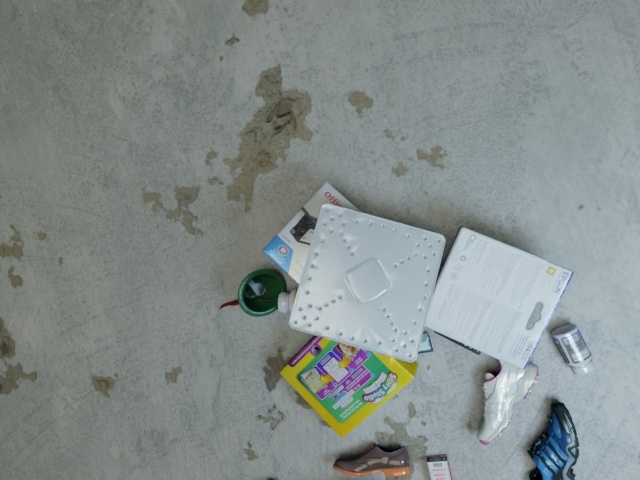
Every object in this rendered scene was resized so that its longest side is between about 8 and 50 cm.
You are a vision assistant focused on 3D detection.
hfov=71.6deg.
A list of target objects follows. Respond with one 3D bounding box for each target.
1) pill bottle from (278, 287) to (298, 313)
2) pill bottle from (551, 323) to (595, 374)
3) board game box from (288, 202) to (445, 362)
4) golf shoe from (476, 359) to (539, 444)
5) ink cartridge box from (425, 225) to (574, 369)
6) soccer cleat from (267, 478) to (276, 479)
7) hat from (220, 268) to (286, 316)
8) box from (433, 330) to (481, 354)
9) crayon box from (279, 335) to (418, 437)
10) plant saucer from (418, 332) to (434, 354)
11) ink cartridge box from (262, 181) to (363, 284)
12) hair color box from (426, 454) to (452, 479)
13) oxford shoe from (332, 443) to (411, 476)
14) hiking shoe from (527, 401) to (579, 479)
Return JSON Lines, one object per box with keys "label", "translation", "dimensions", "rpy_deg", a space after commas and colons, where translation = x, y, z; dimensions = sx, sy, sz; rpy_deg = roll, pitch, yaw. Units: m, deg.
{"label": "pill bottle", "translation": [-0.049, 0.216, 1.542], "dimensions": [0.184, 0.103, 0.103], "rpy_deg": [-1, 95, 14]}
{"label": "pill bottle", "translation": [0.774, 0.333, 1.356], "dimensions": [0.078, 0.078, 0.137], "rpy_deg": [-26, 89, 15]}
{"label": "board game box", "translation": [0.141, 0.124, 1.343], "dimensions": [0.389, 0.050, 0.390], "rpy_deg": [15, 84, 3]}
{"label": "golf shoe", "translation": [0.567, 0.501, 1.421], "dimensions": [0.140, 0.115, 0.306], "rpy_deg": [31, 96, 20]}
{"label": "ink cartridge box", "translation": [0.508, 0.166, 1.317], "dimensions": [0.330, 0.071, 0.324], "rpy_deg": [23, 101, 10]}
{"label": "soccer cleat", "translation": [-0.142, 1.052, 1.655], "dimensions": [0.116, 0.108, 0.318], "rpy_deg": [-39, 80, 38]}
{"label": "hat", "translation": [-0.255, 0.176, 1.633], "dimensions": [0.208, 0.183, 0.173], "rpy_deg": [-10, 103, -26]}
{"label": "box", "translation": [0.468, 0.253, 1.420], "dimensions": [0.158, 0.093, 0.156], "rpy_deg": [26, 101, 12]}
{"label": "crayon box", "translation": [0.090, 0.436, 1.508], "dimensions": [0.313, 0.106, 0.363], "rpy_deg": [44, 113, 5]}
{"label": "plant saucer", "translation": [0.285, 0.363, 1.516], "dimensions": [0.191, 0.018, 0.067], "rpy_deg": [-14, 92, 14]}
{"label": "ink cartridge box", "translation": [0.000, 0.000, 1.451], "dimensions": [0.223, 0.129, 0.307], "rpy_deg": [42, 86, 7]}
{"label": "hair color box", "translation": [0.412, 0.809, 1.514], "dimensions": [0.071, 0.043, 0.141], "rpy_deg": [-12, 94, 15]}
{"label": "oxford shoe", "translation": [0.176, 0.766, 1.558], "dimensions": [0.271, 0.097, 0.099], "rpy_deg": [-6, 74, 11]}
{"label": "hiking shoe", "translation": [0.719, 0.654, 1.383], "dimensions": [0.131, 0.113, 0.304], "rpy_deg": [-1, 95, 14]}
